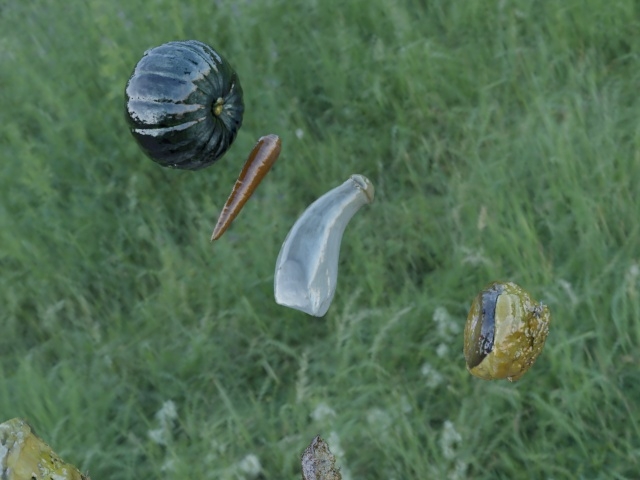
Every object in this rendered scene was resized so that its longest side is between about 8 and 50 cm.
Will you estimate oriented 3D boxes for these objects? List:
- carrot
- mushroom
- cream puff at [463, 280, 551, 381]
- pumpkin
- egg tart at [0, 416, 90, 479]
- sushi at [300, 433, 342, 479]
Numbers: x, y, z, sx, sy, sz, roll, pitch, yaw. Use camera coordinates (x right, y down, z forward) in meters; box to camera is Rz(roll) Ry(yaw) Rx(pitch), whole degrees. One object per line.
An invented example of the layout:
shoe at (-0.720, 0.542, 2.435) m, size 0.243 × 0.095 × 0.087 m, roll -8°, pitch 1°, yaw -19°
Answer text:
carrot at (-0.128, -0.087, 1.609) m, size 0.048 × 0.048 × 0.216 m, roll 9°, pitch 65°, yaw 53°
mushroom at (0.000, 0.000, 1.661) m, size 0.118 × 0.103 × 0.270 m, roll 17°, pitch 73°, yaw 17°
cream puff at (0.320, 0.155, 1.651) m, size 0.129 × 0.189 × 0.189 m, roll 10°, pitch 28°, yaw -5°
pumpkin at (-0.223, -0.220, 1.586) m, size 0.161 × 0.221 × 0.220 m, roll 7°, pitch 41°, yaw 32°
egg tart at (-0.382, 0.398, 1.266) m, size 0.149 × 0.352 × 0.352 m, roll 4°, pitch 26°, yaw -6°
sushi at (0.004, 0.366, 1.521) m, size 0.061 × 0.118 × 0.060 m, roll -10°, pitch -21°, yaw -47°
